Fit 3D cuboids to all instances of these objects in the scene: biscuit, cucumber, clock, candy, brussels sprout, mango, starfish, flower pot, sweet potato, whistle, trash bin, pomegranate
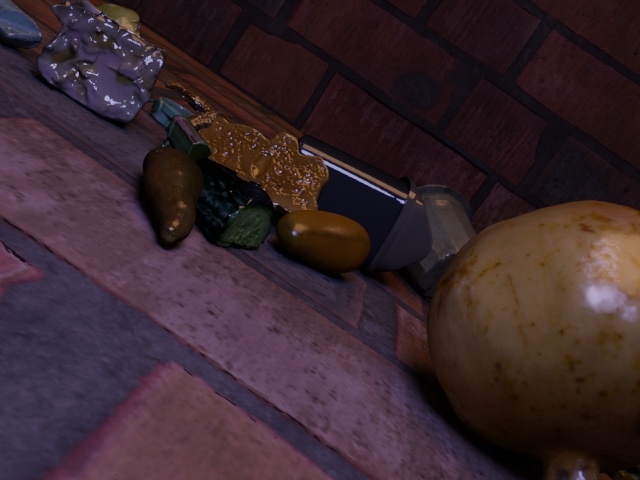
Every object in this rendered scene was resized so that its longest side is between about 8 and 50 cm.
[{"bbox_3d":[-0.101,-0.112,1.110,0.225,0.166,0.036,20,-25,-3],"label":"biscuit"},{"bbox_3d":[-0.122,-0.054,0.930,0.115,0.086,0.193,24,9,-39],"label":"cucumber"},{"bbox_3d":[-0.286,-0.241,1.349,0.135,0.041,0.101,36,12,16],"label":"clock"},{"bbox_3d":[-0.352,-0.292,1.115,0.185,0.137,0.195,30,10,-21],"label":"candy"},{"bbox_3d":[-0.418,-0.383,1.324,0.122,0.149,0.151,9,-16,-33],"label":"brussels sprout"},{"bbox_3d":[0.000,0.000,1.042,0.184,0.085,0.102,8,30,-45],"label":"mango"},{"bbox_3d":[-0.203,-0.214,1.299,0.213,0.057,0.238,59,27,-13],"label":"starfish"},{"bbox_3d":[0.240,0.027,1.419,0.212,0.212,0.202,28,27,-29],"label":"flower pot"},{"bbox_3d":[-0.171,-0.062,0.820,0.077,0.077,0.243,29,10,-26],"label":"sweet potato"},{"bbox_3d":[-0.569,-0.408,1.180,0.312,0.062,0.062,41,13,32],"label":"whistle"},{"bbox_3d":[0.059,-0.064,1.251,0.290,0.182,0.209,28,12,-6],"label":"trash bin"},{"bbox_3d":[0.289,0.131,0.790,0.342,0.342,0.342,33,11,-7],"label":"pomegranate"}]

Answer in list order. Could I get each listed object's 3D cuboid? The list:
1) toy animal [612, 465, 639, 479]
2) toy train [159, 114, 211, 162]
[{"bbox_3d":[0.455,0.342,0.966,0.136,0.073,0.181,43,-1,2],"label":"toy animal"},{"bbox_3d":[-0.208,-0.139,1.049,0.038,0.071,0.148,28,13,-34],"label":"toy train"}]
